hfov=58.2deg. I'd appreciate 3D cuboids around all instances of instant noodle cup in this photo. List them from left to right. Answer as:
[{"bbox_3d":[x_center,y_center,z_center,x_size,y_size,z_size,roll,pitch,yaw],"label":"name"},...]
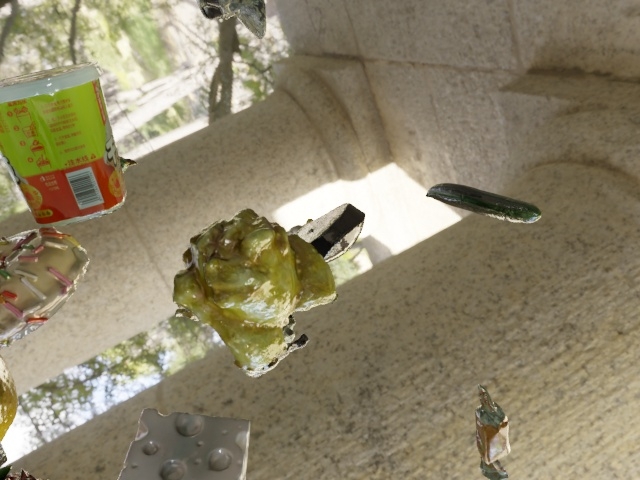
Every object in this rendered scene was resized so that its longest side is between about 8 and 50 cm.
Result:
[{"bbox_3d":[-0.573,-0.210,1.265,0.294,0.294,0.307,-139,34,-61],"label":"instant noodle cup"}]

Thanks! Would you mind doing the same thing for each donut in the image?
[{"bbox_3d":[-0.692,0.104,1.239,0.142,0.383,0.383,63,169,-26],"label":"donut"}]

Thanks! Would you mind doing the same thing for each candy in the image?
[{"bbox_3d":[0.249,0.281,0.827,0.053,0.047,0.181,-108,6,-58],"label":"candy"}]

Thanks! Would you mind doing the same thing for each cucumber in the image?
[{"bbox_3d":[0.325,-0.082,1.186,0.284,0.056,0.056,21,140,50],"label":"cucumber"}]

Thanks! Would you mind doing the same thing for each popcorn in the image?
[{"bbox_3d":[-0.129,0.071,1.203,0.321,0.326,0.289,-71,-20,-55],"label":"popcorn"}]

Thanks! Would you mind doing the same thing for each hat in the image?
[{"bbox_3d":[-0.211,-0.547,1.234,0.265,0.129,0.265,164,90,-80],"label":"hat"}]

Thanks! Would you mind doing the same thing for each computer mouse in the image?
[{"bbox_3d":[0.004,0.004,1.373,0.087,0.168,0.295,50,149,-13],"label":"computer mouse"}]

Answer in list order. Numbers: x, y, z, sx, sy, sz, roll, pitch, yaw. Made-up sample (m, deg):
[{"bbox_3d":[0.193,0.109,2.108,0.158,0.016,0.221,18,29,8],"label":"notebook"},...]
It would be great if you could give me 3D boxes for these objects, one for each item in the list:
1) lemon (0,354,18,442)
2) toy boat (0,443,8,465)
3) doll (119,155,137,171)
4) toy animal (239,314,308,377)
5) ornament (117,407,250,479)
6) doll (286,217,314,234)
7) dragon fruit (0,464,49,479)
[{"bbox_3d":[-0.496,0.203,0.711,0.204,0.204,0.260,58,174,21],"label":"lemon"},{"bbox_3d":[-0.648,0.424,1.106,0.061,0.060,0.137,48,175,-1],"label":"toy boat"},{"bbox_3d":[-0.608,-0.235,1.718,0.113,0.078,0.076,-25,91,47],"label":"doll"},{"bbox_3d":[-0.113,0.242,1.330,0.093,0.121,0.225,55,134,4],"label":"toy animal"},{"bbox_3d":[-0.287,0.537,1.220,0.239,0.239,0.239,-87,5,-56],"label":"ornament"},{"bbox_3d":[-0.063,-0.033,1.871,0.113,0.135,0.071,3,105,51],"label":"doll"},{"bbox_3d":[-0.653,0.633,1.244,0.293,0.234,0.234,52,171,-15],"label":"dragon fruit"}]
